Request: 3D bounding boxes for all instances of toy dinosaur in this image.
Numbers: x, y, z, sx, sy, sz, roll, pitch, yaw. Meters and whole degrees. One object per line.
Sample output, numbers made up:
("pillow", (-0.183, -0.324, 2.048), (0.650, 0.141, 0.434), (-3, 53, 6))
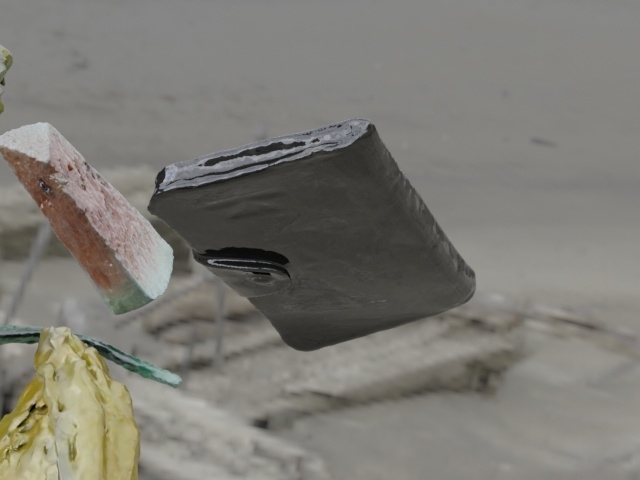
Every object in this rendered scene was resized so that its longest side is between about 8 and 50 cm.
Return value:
("toy dinosaur", (-0.295, 0.075, 1.349), (0.382, 0.076, 0.129), (0, -5, -5))

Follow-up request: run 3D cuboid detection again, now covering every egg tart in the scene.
("egg tart", (-0.179, 0.230, 1.137), (0.132, 0.341, 0.341), (-2, 20, -9))

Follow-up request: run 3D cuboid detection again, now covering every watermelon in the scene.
("watermelon", (-0.263, -0.027, 1.965), (0.094, 0.241, 0.154), (-32, 21, 7))

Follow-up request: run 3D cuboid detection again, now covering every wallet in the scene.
("wallet", (0.000, 0.000, 1.512), (0.197, 0.051, 0.377), (-15, -25, 12))

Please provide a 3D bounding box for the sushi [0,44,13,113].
("sushi", (-0.476, -0.168, 1.560), (0.396, 0.240, 0.351), (15, 51, -37))
